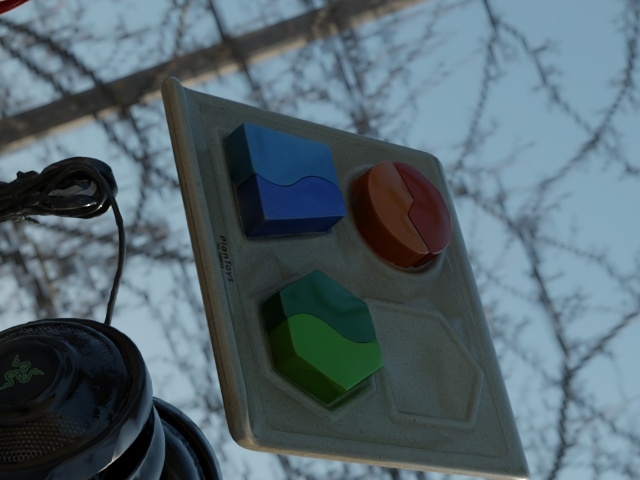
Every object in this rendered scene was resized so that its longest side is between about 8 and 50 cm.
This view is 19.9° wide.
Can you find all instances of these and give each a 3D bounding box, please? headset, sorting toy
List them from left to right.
[{"bbox_3d":[-0.166,0.131,1.065,0.243,0.185,0.394,66,22,-63],"label":"headset"},{"bbox_3d":[0.030,0.062,0.953,0.041,0.229,0.307,-36,-125,35],"label":"sorting toy"}]

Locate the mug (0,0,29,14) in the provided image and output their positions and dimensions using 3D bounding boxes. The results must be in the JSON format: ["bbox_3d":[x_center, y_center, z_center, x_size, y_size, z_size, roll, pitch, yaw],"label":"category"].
[{"bbox_3d":[-0.203,-0.213,1.214,0.150,0.169,0.113,-4,-79,65],"label":"mug"}]
